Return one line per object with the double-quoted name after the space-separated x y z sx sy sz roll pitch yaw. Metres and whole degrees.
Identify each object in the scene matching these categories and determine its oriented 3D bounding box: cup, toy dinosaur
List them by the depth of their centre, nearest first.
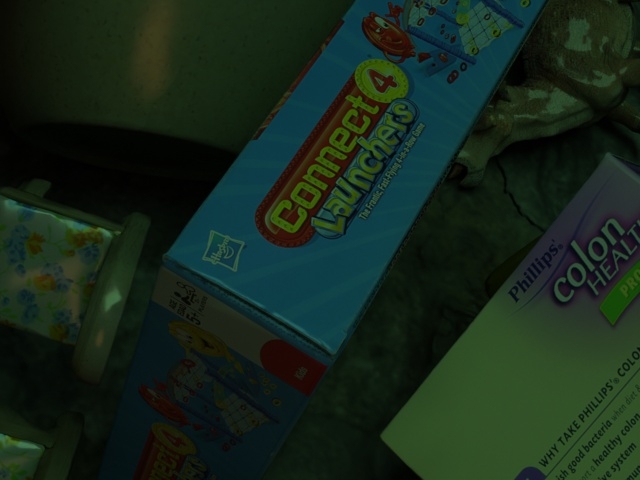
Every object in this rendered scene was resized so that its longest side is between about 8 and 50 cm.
-0.100 -0.170 0.812 0.331 0.331 0.237 10 82 -12 "cup"
0.196 -0.167 0.995 0.200 0.127 0.296 21 50 4 "toy dinosaur"

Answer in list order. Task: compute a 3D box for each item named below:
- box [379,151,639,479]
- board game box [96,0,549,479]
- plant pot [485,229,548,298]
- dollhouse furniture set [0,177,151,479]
0.200 0.110 0.708 0.243 0.213 0.117 42 15 19 "box"
0.000 0.000 0.716 0.086 0.308 0.302 31 55 3 "board game box"
0.282 0.029 0.861 0.212 0.187 0.212 -25 70 -28 "plant pot"
-0.261 -0.030 0.572 0.362 0.256 0.394 18 100 -7 "dollhouse furniture set"
